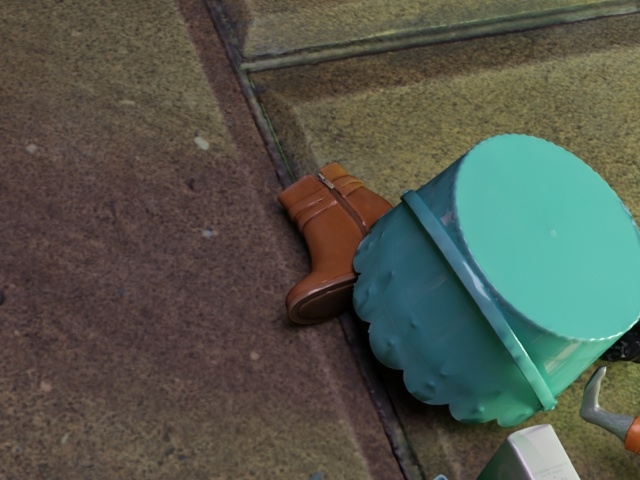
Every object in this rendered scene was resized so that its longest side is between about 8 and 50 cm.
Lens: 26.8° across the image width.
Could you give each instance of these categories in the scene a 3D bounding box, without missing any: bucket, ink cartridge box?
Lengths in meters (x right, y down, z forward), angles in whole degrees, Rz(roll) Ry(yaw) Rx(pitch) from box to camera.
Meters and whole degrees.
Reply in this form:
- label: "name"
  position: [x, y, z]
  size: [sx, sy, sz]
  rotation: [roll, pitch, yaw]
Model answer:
- label: "bucket"
  position: [0.190, 0.037, 1.391]
  size: [0.281, 0.183, 0.281]
  rotation: [16, 53, -22]
- label: "ink cartridge box"
  position: [0.214, 0.305, 1.234]
  size: [0.056, 0.181, 0.225]
  rotation: [-13, 62, -21]

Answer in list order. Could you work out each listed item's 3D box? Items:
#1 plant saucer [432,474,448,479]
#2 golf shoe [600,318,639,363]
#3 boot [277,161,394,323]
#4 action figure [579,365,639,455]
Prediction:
- label: "plant saucer"
  position: [0.160, 0.323, 1.330]
  size: [0.067, 0.018, 0.192]
  rotation: [-32, 67, -29]
- label: "golf shoe"
  position: [0.389, 0.106, 1.438]
  size: [0.093, 0.198, 0.077]
  rotation: [9, 89, -27]
- label: "boot"
  position: [0.000, 0.000, 1.486]
  size: [0.197, 0.073, 0.152]
  rotation: [-27, 65, -37]
- label: "action figure"
  position: [0.401, 0.267, 1.378]
  size: [0.330, 0.179, 0.341]
  rotation: [30, 25, 1]
